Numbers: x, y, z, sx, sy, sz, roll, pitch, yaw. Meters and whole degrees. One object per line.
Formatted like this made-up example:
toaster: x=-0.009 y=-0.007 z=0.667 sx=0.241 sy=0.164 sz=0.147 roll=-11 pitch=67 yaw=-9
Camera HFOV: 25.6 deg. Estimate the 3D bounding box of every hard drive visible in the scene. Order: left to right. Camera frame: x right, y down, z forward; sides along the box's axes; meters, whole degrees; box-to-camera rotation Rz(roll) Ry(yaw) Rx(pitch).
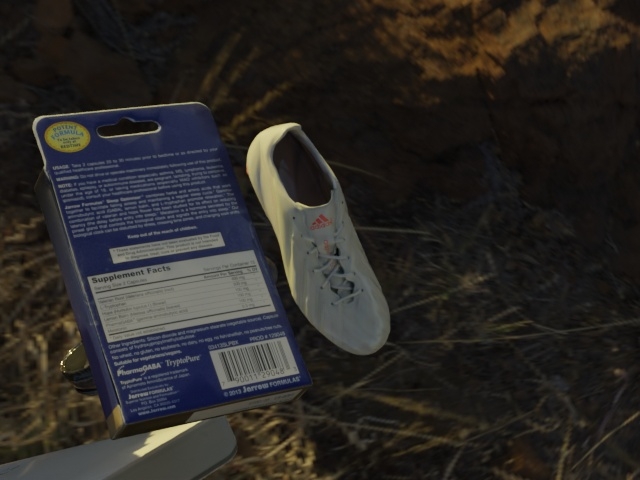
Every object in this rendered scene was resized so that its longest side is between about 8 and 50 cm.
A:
hard drive: x=-0.237 y=0.206 z=1.068 sx=0.307 sy=0.203 sz=0.040 roll=-17 pitch=95 yaw=38

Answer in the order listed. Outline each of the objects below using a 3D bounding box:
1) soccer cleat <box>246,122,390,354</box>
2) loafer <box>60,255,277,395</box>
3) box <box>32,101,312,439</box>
soccer cleat: x=0.000 y=0.000 z=1.101 sx=0.068 sy=0.076 sz=0.196 roll=-27 pitch=88 yaw=-23
loafer: x=-0.188 y=0.075 z=1.566 sx=0.302 sy=0.095 sz=0.109 roll=-28 pitch=36 yaw=27
box: x=-0.105 y=0.013 z=0.947 sx=0.136 sy=0.036 sz=0.225 roll=-9 pitch=67 yaw=-29
